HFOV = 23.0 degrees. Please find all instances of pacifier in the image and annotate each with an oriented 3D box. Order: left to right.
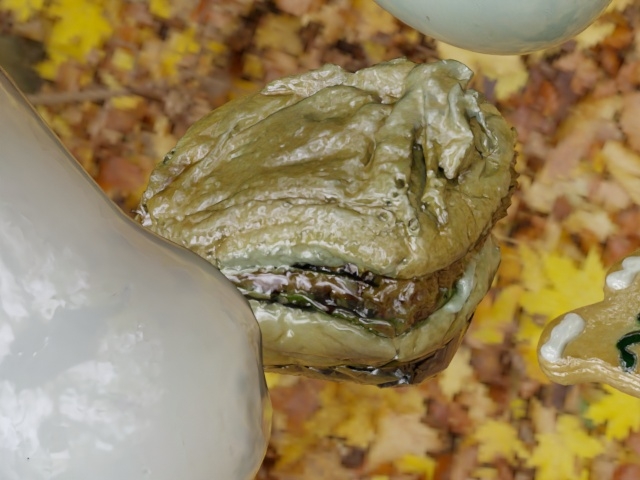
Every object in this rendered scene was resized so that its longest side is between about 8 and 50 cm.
[{"bbox_3d":[-0.119,-0.046,0.421,0.220,0.332,0.273,5,111,7],"label":"pacifier"}]

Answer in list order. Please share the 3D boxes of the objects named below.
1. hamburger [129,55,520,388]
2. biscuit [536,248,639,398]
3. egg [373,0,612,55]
[{"bbox_3d":[0.000,0.000,0.808,0.206,0.130,0.183,-1,36,26],"label":"hamburger"},{"bbox_3d":[0.272,0.078,1.062,0.240,0.035,0.158,22,55,36],"label":"biscuit"},{"bbox_3d":[0.079,-0.272,1.017,0.230,0.230,0.371,-45,54,29],"label":"egg"}]
